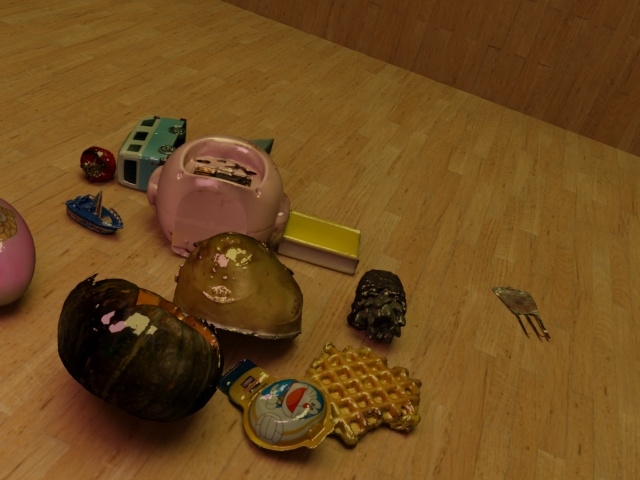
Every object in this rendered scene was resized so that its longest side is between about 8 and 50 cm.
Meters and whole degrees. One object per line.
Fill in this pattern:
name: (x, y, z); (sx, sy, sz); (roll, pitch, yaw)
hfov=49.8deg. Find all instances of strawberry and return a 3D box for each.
strawberry: (-0.610, -0.213, 1.905); (0.106, 0.106, 0.106); (12, 32, -8)

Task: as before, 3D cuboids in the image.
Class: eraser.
eraser: (0.000, 0.000, 1.891); (0.226, 0.069, 0.158); (16, 34, -2)

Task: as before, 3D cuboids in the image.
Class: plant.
plant: (0.139, 0.160, 1.659); (0.132, 0.129, 0.194); (14, 28, -2)

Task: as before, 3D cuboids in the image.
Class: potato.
potato: (-0.152, 0.090, 1.486); (0.299, 0.196, 0.246); (14, 5, -30)

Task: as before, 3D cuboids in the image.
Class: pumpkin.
pumpkin: (-0.320, 0.195, 1.241); (0.320, 0.192, 0.320); (31, -5, 3)

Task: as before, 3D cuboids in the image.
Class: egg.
egg: (-0.686, 0.020, 1.416); (0.271, 0.196, 0.196); (46, 40, 19)

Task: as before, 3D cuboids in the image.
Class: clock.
clock: (-0.255, -0.143, 1.813); (0.368, 0.250, 0.377); (12, 32, -5)

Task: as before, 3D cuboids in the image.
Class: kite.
kite: (0.562, 0.198, 1.913); (0.127, 0.016, 0.229); (7, 30, -11)

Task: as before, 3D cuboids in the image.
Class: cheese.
cheese: (-0.091, 0.318, 1.345); (0.270, 0.069, 0.177); (25, 50, 37)

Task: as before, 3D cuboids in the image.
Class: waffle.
waffle: (0.089, 0.323, 1.454); (0.291, 0.051, 0.291); (10, 31, -6)

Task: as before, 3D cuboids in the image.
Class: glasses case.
glasses case: (-0.230, -0.252, 2.197); (0.105, 0.056, 0.266); (-1, 28, 17)

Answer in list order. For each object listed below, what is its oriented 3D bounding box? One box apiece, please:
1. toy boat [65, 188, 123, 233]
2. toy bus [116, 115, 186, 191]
toy boat: (-0.553, -0.081, 1.709); (0.175, 0.110, 0.091); (31, 35, 18)
toy bus: (-0.483, -0.256, 1.993); (0.164, 0.133, 0.271); (10, 34, -4)
